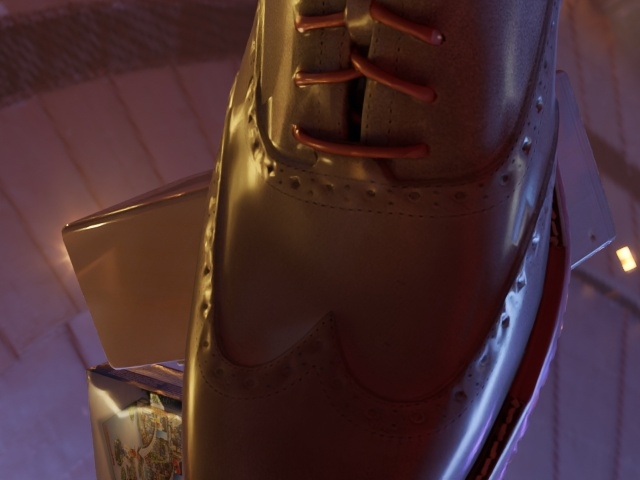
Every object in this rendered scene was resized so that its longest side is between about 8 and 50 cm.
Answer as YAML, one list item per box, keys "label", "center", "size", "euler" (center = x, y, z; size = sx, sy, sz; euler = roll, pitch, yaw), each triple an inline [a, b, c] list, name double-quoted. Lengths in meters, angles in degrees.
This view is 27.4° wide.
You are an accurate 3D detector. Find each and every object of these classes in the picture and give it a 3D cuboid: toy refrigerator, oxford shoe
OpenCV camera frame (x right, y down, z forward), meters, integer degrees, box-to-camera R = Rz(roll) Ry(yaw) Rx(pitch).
- label: "toy refrigerator"
  center: [0.000, 0.000, 0.658]
  size: [0.102, 0.269, 0.094]
  euler: [-28, -78, -47]
- label: "oxford shoe"
  center: [0.017, -0.064, 0.449]
  size: [0.146, 0.140, 0.397]
  euler: [46, -127, -64]

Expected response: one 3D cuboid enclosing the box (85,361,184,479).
- label: "box"
  center: [-0.100, 0.214, 0.977]
  size: [0.044, 0.159, 0.233]
  euler: [-17, -69, -45]
